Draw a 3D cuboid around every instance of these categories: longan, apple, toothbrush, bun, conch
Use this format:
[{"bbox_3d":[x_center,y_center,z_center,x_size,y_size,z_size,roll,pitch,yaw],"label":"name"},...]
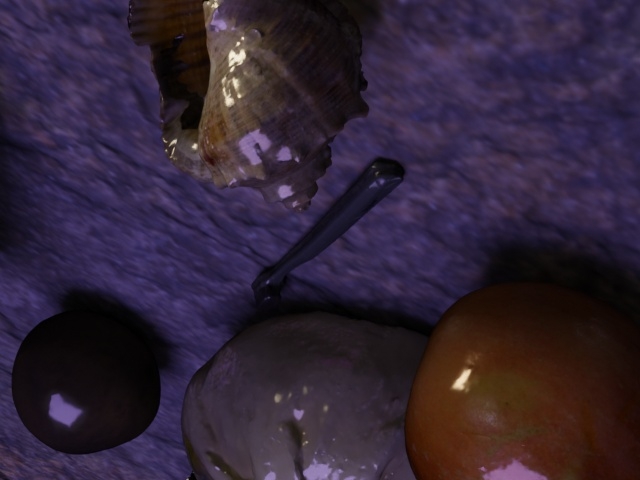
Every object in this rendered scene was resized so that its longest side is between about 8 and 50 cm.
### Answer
[{"bbox_3d":[-0.265,0.165,1.574,0.167,0.167,0.187,6,166,27],"label":"longan"},{"bbox_3d":[0.181,0.153,1.185,0.253,0.254,0.253,17,148,11],"label":"apple"},{"bbox_3d":[0.000,0.000,1.262,0.030,0.031,0.297,7,154,-23],"label":"toothbrush"},{"bbox_3d":[0.016,0.248,1.419,0.365,0.219,0.365,17,140,15],"label":"bun"},{"bbox_3d":[-0.060,-0.136,0.987,0.178,0.163,0.245,-13,104,24],"label":"conch"}]

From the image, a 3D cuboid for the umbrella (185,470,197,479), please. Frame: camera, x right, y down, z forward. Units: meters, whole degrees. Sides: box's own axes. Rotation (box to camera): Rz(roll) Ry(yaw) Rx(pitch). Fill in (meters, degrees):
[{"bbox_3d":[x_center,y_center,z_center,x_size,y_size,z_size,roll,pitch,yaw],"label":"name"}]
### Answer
[{"bbox_3d":[-0.095,0.321,1.728,0.154,0.128,0.337,9,146,-23],"label":"umbrella"}]
